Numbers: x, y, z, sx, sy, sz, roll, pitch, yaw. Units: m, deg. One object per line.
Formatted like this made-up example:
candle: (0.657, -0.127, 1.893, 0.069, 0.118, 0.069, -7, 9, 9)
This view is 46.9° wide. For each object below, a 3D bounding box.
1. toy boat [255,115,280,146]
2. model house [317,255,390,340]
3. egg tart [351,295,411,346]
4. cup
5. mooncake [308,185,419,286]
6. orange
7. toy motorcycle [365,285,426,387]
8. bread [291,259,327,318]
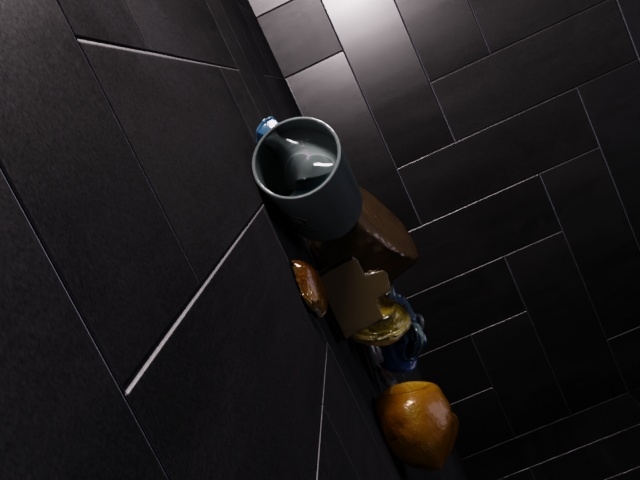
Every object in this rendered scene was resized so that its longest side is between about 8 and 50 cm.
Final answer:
toy boat: (-0.112, -0.218, 1.865, 0.097, 0.100, 0.223, 28, -23, 32)
model house: (0.077, 0.135, 1.875, 0.181, 0.176, 0.248, 65, -10, -1)
egg tart: (0.152, 0.204, 1.986, 0.191, 0.191, 0.074, -102, -177, -62)
cup: (-0.016, -0.128, 1.755, 0.312, 0.205, 0.205, 55, 13, -63)
mooncake: (0.109, -0.003, 2.058, 0.324, 0.187, 0.324, 37, 22, -18)
orange: (0.259, 0.474, 1.890, 0.249, 0.183, 0.249, 62, 7, -14)
toy motorcycle: (0.218, 0.273, 2.146, 0.319, 0.182, 0.241, -118, -170, -52)
bread: (-0.017, 0.105, 1.622, 0.129, 0.044, 0.126, 61, 9, -60)
